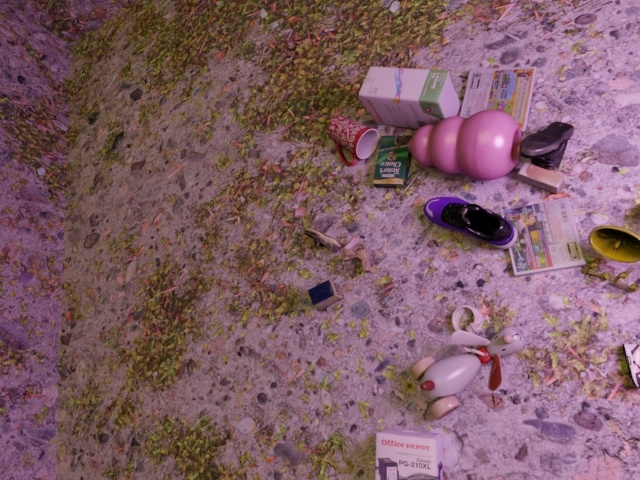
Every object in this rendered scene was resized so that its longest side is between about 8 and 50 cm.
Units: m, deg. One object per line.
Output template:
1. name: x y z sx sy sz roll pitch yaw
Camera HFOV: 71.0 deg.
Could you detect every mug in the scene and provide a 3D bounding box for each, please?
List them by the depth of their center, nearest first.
1. mug: 0.100 -0.364 1.613 0.169 0.113 0.150 38 92 34

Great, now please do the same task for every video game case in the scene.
1. video game case: 0.631 -0.010 1.283 0.184 0.023 0.201 -13 70 23
2. video game case: 0.569 -0.453 1.452 0.207 0.026 0.226 9 78 29

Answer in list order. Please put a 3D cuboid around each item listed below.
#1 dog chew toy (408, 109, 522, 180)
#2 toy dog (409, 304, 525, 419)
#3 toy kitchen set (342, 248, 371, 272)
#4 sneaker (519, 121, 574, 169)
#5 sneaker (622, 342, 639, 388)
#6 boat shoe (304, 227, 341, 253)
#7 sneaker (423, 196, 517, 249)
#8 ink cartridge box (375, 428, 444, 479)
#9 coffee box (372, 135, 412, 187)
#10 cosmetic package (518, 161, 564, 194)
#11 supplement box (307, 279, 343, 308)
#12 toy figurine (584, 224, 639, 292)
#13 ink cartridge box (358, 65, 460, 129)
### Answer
1. dog chew toy: 0.428 -0.291 1.378 0.332 0.207 0.206 9 79 36
2. toy dog: 0.382 0.337 1.219 0.220 0.161 0.333 35 92 30
3. toy kitchen set: 0.114 0.071 1.491 0.084 0.068 0.075 -16 68 22
4. sneaker: 0.631 -0.246 1.269 0.087 0.228 0.130 28 133 36
5. sneaker: 0.777 0.306 1.100 0.044 0.040 0.108 -8 71 22
6. boat shoe: 0.000 0.000 1.579 0.152 0.056 0.049 23 80 30
7. sneaker: 0.425 -0.075 1.323 0.294 0.146 0.102 26 93 36
8. ink cartridge box: 0.243 0.651 1.226 0.172 0.100 0.236 -5 72 25
9. coffee box: 0.251 -0.271 1.545 0.113 0.040 0.183 7 78 28
10. cosmetic package: 0.643 -0.182 1.309 0.115 0.060 0.041 30 91 29
11. supplement box: 0.018 0.180 1.497 0.083 0.083 0.056 -28 64 17
12. toy figurine: 0.888 0.025 1.108 0.363 0.191 0.217 25 56 38
13. ink cartridge box: 0.296 -0.466 1.490 0.279 0.201 0.116 17 82 30
